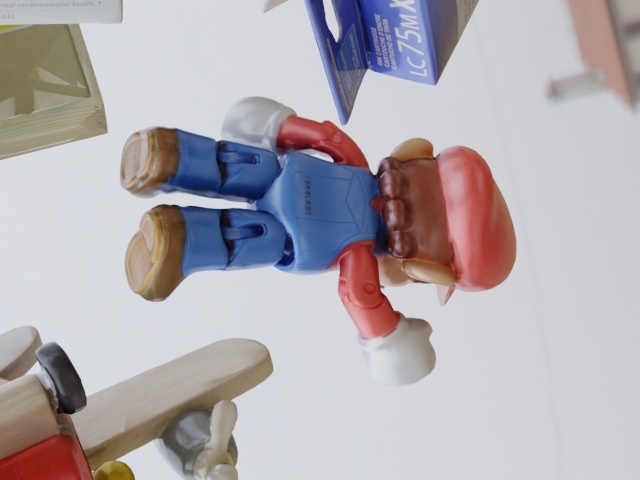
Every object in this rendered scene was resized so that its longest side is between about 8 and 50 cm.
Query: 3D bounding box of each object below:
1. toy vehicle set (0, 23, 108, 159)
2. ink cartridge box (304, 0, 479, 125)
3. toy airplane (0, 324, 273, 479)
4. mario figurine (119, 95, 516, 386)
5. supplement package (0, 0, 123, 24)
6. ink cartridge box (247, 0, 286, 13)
[{"bbox_3d":[-0.270,-0.165,1.466,0.035,0.166,0.267,88,165,-51],"label":"toy vehicle set"},{"bbox_3d":[0.081,-0.240,1.281,0.311,0.065,0.186,-60,-26,-28],"label":"ink cartridge box"},{"bbox_3d":[-0.262,0.217,1.667,0.272,0.386,0.384,66,-152,-12],"label":"toy airplane"},{"bbox_3d":[0.000,0.000,1.519,0.170,0.320,0.198,-147,65,-66],"label":"mario figurine"},{"bbox_3d":[-0.165,-0.220,1.091,0.105,0.105,0.179,-94,4,-46],"label":"supplement package"},{"bbox_3d":[-0.082,-0.340,1.702,0.100,0.237,0.172,-35,-23,-43],"label":"ink cartridge box"}]
